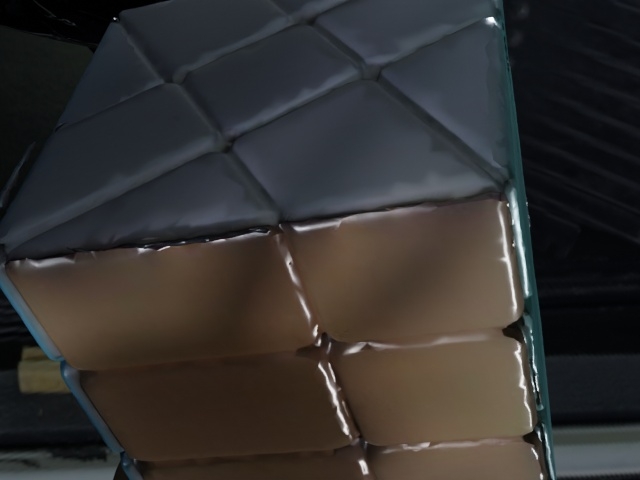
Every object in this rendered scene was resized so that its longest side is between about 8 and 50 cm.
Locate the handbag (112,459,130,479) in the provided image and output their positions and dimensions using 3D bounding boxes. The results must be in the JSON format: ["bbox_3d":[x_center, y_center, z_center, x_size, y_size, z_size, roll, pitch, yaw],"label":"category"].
[{"bbox_3d":[-0.121,0.312,0.803,0.149,0.283,0.302,29,-117,-40],"label":"handbag"}]

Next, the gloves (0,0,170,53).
[{"bbox_3d":[-0.210,-0.227,0.605,0.152,0.301,0.197,-28,-138,17],"label":"gloves"}]

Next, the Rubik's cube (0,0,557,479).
[{"bbox_3d":[0.000,0.000,0.487,0.221,0.225,0.231,-7,-139,14],"label":"Rubik's cube"}]
